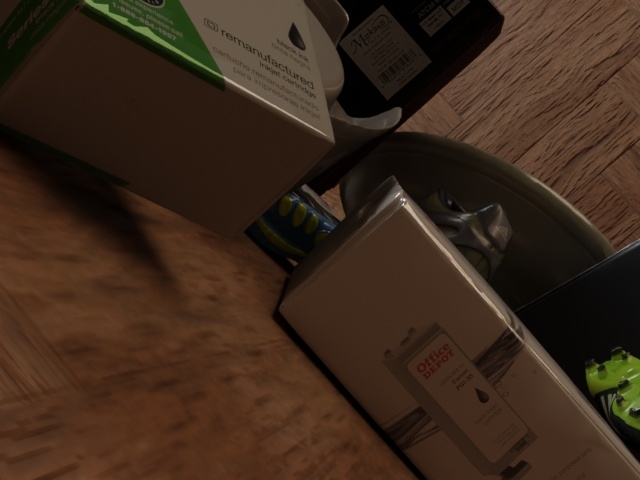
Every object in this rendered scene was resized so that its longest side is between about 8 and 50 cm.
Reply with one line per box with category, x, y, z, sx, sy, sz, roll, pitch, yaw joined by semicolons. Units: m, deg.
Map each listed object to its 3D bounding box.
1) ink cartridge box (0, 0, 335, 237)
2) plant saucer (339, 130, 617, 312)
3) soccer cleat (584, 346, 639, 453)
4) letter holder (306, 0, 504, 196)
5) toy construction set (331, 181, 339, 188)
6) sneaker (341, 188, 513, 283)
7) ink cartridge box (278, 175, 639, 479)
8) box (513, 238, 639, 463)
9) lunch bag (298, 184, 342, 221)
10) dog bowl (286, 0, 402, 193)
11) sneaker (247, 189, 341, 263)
ink cartridge box;-0.087;-0.125;0.607;0.153;0.087;0.208;25;37;-35
plant saucer;0.171;0.049;1.355;0.400;0.100;0.400;30;-26;16
soccer cleat;0.243;0.129;0.866;0.179;0.060;0.072;-83;148;-84
letter holder;0.034;-0.175;1.260;0.152;0.302;0.214;49;5;5
toy construction set;-0.052;-0.192;1.515;0.327;0.151;0.215;58;-16;19
sneaker;0.092;0.012;1.156;0.111;0.121;0.300;49;-14;-23
ink cartridge box;0.105;0.100;0.856;0.283;0.117;0.207;49;5;-4
box;0.375;0.178;1.210;0.395;0.293;0.212;35;28;-50
lunch bag;-0.010;-0.014;1.111;0.071;0.053;0.083;41;18;-44
dog bowl;-0.097;-0.176;0.892;0.349;0.102;0.348;37;23;-18
sneaker;0.000;0.000;0.998;0.188;0.067;0.078;41;15;-38
